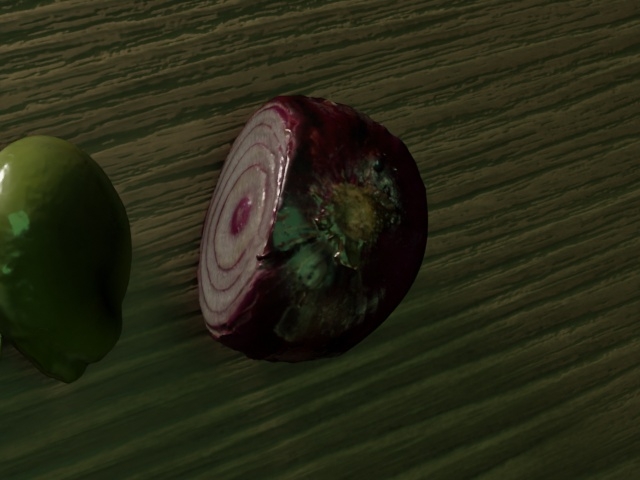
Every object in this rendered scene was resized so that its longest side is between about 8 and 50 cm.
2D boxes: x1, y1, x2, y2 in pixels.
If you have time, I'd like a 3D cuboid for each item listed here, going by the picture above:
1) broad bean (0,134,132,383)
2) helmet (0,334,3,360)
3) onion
[{"bbox_3d":[-0.310,0.019,1.501,0.238,0.119,0.291,-35,119,-55],"label":"broad bean"},{"bbox_3d":[-0.471,0.060,1.438,0.205,0.140,0.257,-33,121,-60],"label":"helmet"},{"bbox_3d":[0.000,0.000,1.603,0.260,0.282,0.336,19,67,-27],"label":"onion"}]
